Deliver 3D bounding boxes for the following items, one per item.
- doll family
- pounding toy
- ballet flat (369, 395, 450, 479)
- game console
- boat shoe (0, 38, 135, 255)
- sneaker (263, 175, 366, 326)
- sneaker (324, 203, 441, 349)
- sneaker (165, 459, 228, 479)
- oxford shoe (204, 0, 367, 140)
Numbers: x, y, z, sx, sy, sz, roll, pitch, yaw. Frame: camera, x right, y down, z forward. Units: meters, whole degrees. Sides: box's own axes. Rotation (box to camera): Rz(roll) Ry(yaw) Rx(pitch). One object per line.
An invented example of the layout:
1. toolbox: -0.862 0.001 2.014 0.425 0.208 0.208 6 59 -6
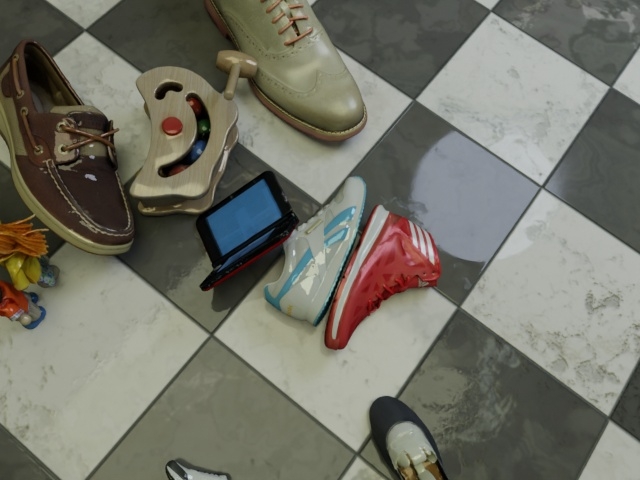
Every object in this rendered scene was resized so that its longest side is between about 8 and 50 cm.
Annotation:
1. doll family: -0.428 -0.011 0.654 0.263 0.163 0.118 39 72 9
2. pounding toy: -0.199 -0.175 0.734 0.154 0.155 0.269 18 71 -2
3. ballet flat: 0.128 0.287 0.644 0.074 0.074 0.203 -24 74 -12
4. game console: -0.111 -0.016 0.698 0.144 0.124 0.085 -33 100 14
5. boat shoe: -0.345 -0.136 0.708 0.123 0.123 0.341 -45 69 27
6. sneaker: 0.000 0.000 0.727 0.092 0.087 0.228 22 68 7
7. sneaker: 0.095 0.062 0.712 0.128 0.087 0.221 22 72 5
8. sneaker: -0.142 0.302 0.638 0.109 0.040 0.043 35 55 4
9. oxford shoe: -0.067 -0.323 0.800 0.141 0.146 0.397 -36 78 -16
